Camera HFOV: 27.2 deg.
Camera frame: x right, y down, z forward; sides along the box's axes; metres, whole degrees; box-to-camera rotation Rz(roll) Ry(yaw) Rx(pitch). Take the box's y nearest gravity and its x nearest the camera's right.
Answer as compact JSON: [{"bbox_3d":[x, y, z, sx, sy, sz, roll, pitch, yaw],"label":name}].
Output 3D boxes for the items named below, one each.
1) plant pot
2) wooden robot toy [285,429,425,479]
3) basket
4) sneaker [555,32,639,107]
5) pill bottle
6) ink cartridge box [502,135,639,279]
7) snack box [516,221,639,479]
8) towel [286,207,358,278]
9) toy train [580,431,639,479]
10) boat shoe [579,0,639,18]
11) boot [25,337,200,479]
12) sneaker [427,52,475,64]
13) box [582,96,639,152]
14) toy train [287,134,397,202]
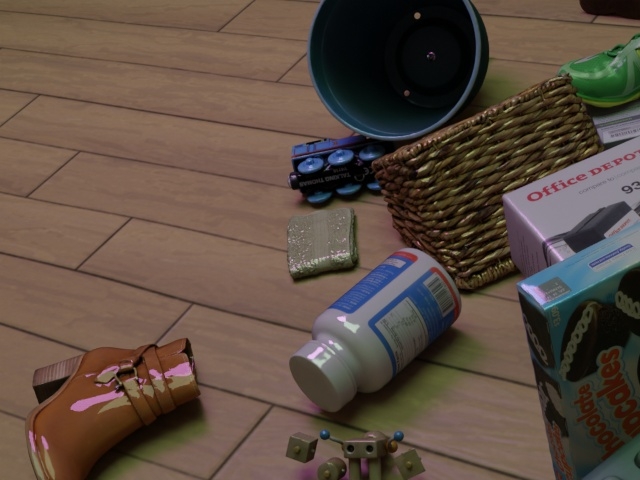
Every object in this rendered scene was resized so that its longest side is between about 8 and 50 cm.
[{"bbox_3d":[0.150,-0.294,2.094,0.272,0.271,0.255,-2,4,20],"label":"plant pot"},{"bbox_3d":[0.051,0.259,1.585,0.173,0.076,0.079,-2,2,21],"label":"wooden robot toy"},{"bbox_3d":[0.251,-0.077,1.917,0.299,0.223,0.213,-27,4,-13],"label":"basket"},{"bbox_3d":[0.497,-0.287,2.009,0.296,0.123,0.109,-13,35,4],"label":"sneaker"},{"bbox_3d":[0.067,0.117,1.700,0.221,0.124,0.124,-38,40,-27],"label":"pill bottle"},{"bbox_3d":[0.399,0.025,1.666,0.223,0.129,0.307,-23,40,-8],"label":"ink cartridge box"},{"bbox_3d":[0.321,0.138,1.390,0.187,0.321,0.060,-26,37,-11],"label":"snack box"},{"bbox_3d":[0.000,0.000,1.974,0.110,0.027,0.148,-12,35,8],"label":"towel"},{"bbox_3d":[0.290,0.304,1.291,0.334,0.190,0.142,-32,38,-20],"label":"toy train"},{"bbox_3d":[0.526,-0.423,2.308,0.152,0.056,0.049,16,52,38],"label":"boat shoe"},{"bbox_3d":[-0.260,0.234,1.716,0.220,0.109,0.283,-13,28,-1],"label":"boot"},{"bbox_3d":[0.193,-0.316,2.286,0.178,0.072,0.077,-3,41,15],"label":"sneaker"},{"bbox_3d":[0.487,-0.199,2.033,0.145,0.038,0.186,-12,36,5],"label":"box"},{"bbox_3d":[0.039,-0.120,2.082,0.184,0.080,0.105,-12,29,7],"label":"toy train"}]
